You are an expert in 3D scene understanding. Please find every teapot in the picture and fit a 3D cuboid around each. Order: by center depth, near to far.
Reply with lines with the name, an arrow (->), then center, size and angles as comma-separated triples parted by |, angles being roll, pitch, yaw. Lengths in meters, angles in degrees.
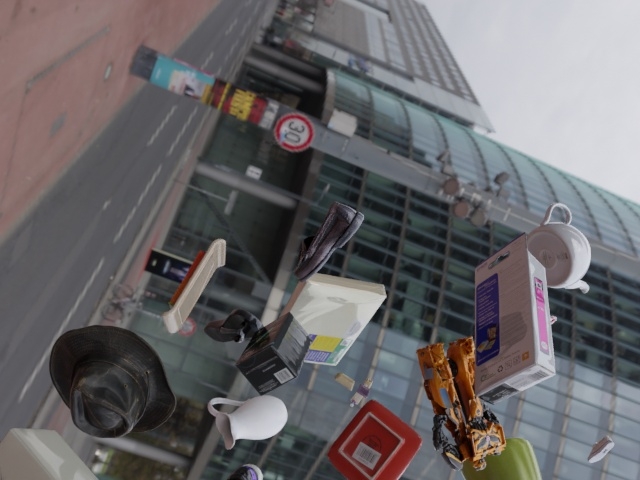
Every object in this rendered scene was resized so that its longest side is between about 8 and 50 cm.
teapot -> 0.868, 0.037, 2.321 | 0.252, 0.187, 0.256 | 48, -39, 37

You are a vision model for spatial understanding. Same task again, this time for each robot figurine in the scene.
robot figurine -> 0.326, 0.373, 1.477 | 0.085, 0.211, 0.291 | -37, -116, 50

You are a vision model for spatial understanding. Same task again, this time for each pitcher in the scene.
pitcher -> -0.220, 0.521, 1.945 | 0.178, 0.207, 0.125 | 46, -52, 37

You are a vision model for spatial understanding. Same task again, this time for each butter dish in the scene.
butter dish -> 0.124, 0.444, 1.342 | 0.160, 0.118, 0.160 | -48, -132, -12

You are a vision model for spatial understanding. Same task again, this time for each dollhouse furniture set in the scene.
dollhouse furniture set -> 0.089, 0.457, 2.020 | 0.081, 0.114, 0.091 | -58, 178, 28

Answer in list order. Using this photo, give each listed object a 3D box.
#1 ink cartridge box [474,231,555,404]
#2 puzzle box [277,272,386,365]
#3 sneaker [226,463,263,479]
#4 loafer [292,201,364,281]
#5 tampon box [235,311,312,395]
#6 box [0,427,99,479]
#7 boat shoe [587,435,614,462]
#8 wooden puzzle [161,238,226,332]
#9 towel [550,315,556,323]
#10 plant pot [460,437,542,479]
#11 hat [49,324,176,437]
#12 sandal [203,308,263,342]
ink cartridge box -> 0.423, 0.166, 1.449 | 0.176, 0.069, 0.370 | -44, -154, 42
puzzle box -> 0.002, 0.264, 2.096 | 0.052, 0.272, 0.409 | -100, -151, -42
sneaker -> -0.252, 0.741, 1.716 | 0.146, 0.102, 0.293 | 55, 51, -72
loafer -> 0.000, 0.000, 1.754 | 0.302, 0.095, 0.109 | -46, -169, 41
tampon box -> -0.109, 0.274, 1.579 | 0.120, 0.101, 0.161 | -32, -168, 24
box -> -0.439, 0.439, 1.095 | 0.094, 0.275, 0.113 | -56, 151, -2
boat shoe -> 0.806, 0.603, 1.878 | 0.035, 0.035, 0.100 | -103, -146, -53
wooden puzzle -> -0.324, 0.115, 1.647 | 0.238, 0.044, 0.221 | -57, 177, -21
towel -> 0.675, 0.271, 2.135 | 0.144, 0.197, 0.029 | -3, -84, 40
plant pot -> 0.657, 0.880, 2.221 | 0.293, 0.275, 0.274 | -105, -145, -48
hat -> -0.507, 0.363, 1.501 | 0.134, 0.331, 0.331 | -73, -172, -60
sandal -> -0.235, 0.247, 1.745 | 0.254, 0.097, 0.054 | -28, -153, 51
